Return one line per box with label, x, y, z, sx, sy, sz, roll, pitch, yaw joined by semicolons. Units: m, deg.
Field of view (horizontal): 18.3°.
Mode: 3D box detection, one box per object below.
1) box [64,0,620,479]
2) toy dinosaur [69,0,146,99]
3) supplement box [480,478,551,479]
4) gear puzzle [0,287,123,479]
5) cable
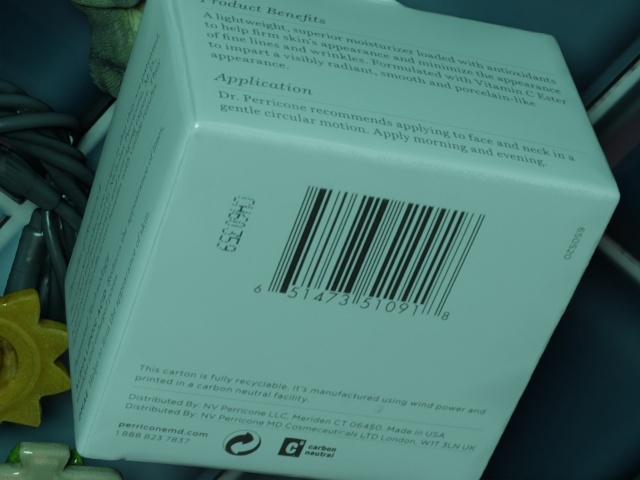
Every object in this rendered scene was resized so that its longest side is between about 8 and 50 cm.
box;0.000;0.000;0.836;0.181;0.119;0.182;9;127;-17
toy dinosaur;-0.082;-0.168;0.818;0.118;0.064;0.268;-19;112;14
supplement box;0.096;0.239;0.990;0.113;0.111;0.220;0;116;-2
gear puzzle;-0.185;0.152;0.958;0.175;0.044;0.339;3;123;-12
cable;-0.171;0.003;0.901;0.150;0.047;0.184;-17;129;-9
